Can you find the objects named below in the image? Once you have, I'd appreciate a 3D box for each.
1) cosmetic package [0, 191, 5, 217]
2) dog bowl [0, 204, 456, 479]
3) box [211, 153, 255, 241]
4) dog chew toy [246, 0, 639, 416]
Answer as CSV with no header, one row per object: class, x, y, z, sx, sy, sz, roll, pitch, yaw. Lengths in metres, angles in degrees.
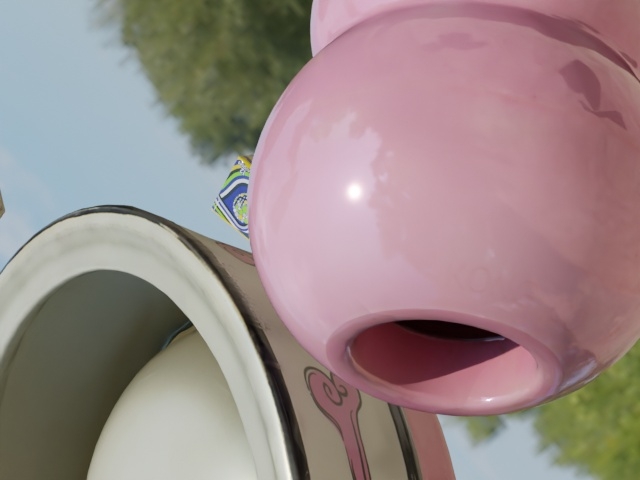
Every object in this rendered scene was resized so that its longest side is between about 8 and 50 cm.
cosmetic package,-0.234,-0.048,1.162,0.060,0.041,0.115,-61,-26,-44
dog bowl,-0.076,0.185,1.117,0.150,0.408,0.408,4,-144,-38
box,0.000,0.000,1.460,0.169,0.054,0.059,38,-154,21
dog chew toy,0.079,-0.085,0.931,0.206,0.206,0.332,43,-134,-45
